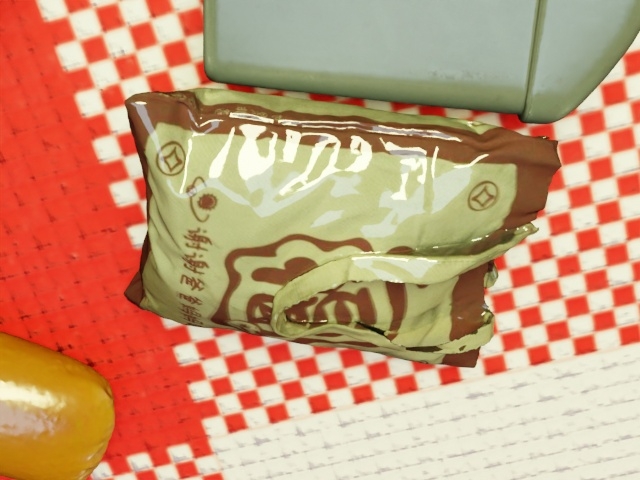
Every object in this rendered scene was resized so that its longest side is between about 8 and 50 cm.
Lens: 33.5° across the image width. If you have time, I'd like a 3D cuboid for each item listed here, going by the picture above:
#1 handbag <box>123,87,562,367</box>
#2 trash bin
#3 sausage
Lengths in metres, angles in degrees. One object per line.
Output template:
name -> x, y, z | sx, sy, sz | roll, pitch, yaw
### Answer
handbag -> 0.000, 0.000, 0.619 | 0.235, 0.127, 0.213 | 9, 143, -3
trash bin -> 0.059, -0.160, 0.565 | 0.236, 0.101, 0.177 | 5, 117, 2
sausage -> -0.253, 0.093, 0.696 | 0.238, 0.098, 0.098 | 20, 115, -10
